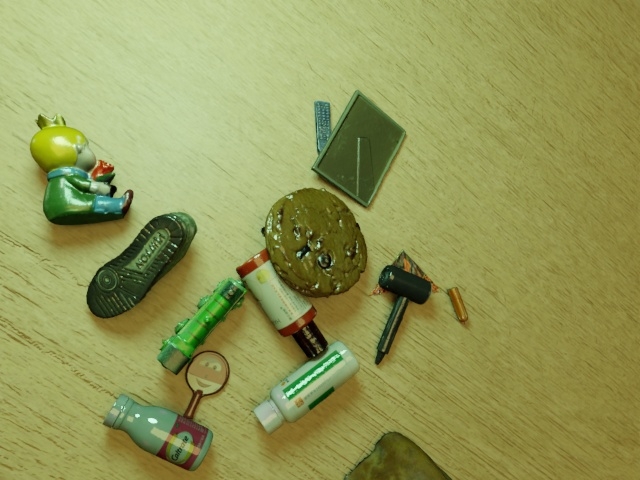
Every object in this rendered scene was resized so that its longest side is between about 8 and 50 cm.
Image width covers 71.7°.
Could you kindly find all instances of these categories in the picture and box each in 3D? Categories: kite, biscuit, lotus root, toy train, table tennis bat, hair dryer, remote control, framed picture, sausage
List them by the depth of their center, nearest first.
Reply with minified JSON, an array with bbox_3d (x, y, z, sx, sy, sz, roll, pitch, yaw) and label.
[{"bbox_3d":[-0.259,0.183,0.983,0.085,0.119,0.251,42,74,-7],"label":"toy train"},{"bbox_3d":[-0.270,0.329,1.013,0.098,0.019,0.154,26,73,-12],"label":"table tennis bat"},{"bbox_3d":[0.216,0.660,1.018,0.317,0.250,0.315,-1,93,-19],"label":"lotus root"},{"bbox_3d":[0.001,0.000,1.063,0.296,0.075,0.295,14,65,-33],"label":"biscuit"},{"bbox_3d":[0.181,0.196,1.142,0.129,0.070,0.255,26,84,-13],"label":"hair dryer"},{"bbox_3d":[0.006,-0.298,1.179,0.044,0.027,0.152,1,81,-13],"label":"remote control"},{"bbox_3d":[0.111,-0.245,1.192,0.192,0.018,0.265,34,73,-20],"label":"framed picture"},{"bbox_3d":[0.228,0.084,1.205,0.223,0.008,0.125,-1,81,-17],"label":"kite"},{"bbox_3d":[0.382,0.181,1.225,0.031,0.031,0.107,-21,88,-19],"label":"sausage"}]

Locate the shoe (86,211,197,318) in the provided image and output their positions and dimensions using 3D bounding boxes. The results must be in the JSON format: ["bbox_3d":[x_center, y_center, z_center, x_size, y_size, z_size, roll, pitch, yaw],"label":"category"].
[{"bbox_3d":[-0.376,0.049,0.974,0.293,0.149,0.109,-44,92,14],"label":"shoe"}]

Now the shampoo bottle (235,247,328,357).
[{"bbox_3d":[-0.081,0.152,1.048,0.104,0.104,0.278,-36,93,-18],"label":"shampoo bottle"}]

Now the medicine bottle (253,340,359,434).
[{"bbox_3d":[-0.032,0.345,1.042,0.260,0.095,0.095,-31,92,-19],"label":"medicine bottle"}]

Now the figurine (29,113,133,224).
[{"bbox_3d":[-0.512,-0.156,0.956,0.185,0.127,0.233,-8,75,-23],"label":"figurine"}]

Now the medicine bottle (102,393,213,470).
[{"bbox_3d":[-0.343,0.404,0.940,0.217,0.090,0.090,31,75,-11],"label":"medicine bottle"}]
